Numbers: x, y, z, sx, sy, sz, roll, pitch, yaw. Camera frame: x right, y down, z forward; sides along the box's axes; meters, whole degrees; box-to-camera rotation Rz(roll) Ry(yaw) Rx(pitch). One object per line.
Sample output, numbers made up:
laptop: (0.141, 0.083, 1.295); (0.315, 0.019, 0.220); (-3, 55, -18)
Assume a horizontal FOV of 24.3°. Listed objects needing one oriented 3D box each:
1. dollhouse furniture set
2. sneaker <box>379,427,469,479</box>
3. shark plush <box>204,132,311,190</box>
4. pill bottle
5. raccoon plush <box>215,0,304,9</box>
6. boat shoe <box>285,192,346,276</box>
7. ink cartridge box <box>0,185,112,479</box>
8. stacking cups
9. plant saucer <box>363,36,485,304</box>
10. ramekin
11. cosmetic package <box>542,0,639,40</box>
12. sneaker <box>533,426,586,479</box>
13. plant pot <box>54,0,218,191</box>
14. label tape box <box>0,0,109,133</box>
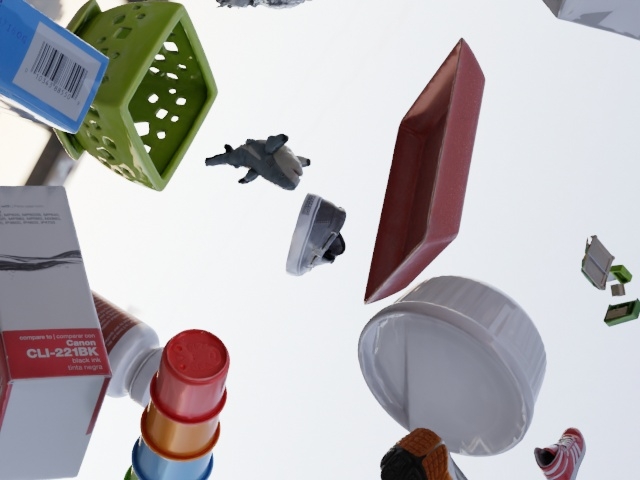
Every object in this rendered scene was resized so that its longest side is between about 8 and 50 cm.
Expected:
dollhouse furniture set: (0.437, 0.066, 2.320); (0.058, 0.152, 0.076); (-19, -145, 44)
sneaker: (0.168, 0.343, 1.898); (0.099, 0.121, 0.262); (-39, -146, -4)
shark plush: (-0.091, -0.104, 1.967); (0.067, 0.161, 0.073); (-69, 155, -19)
pill bottle: (-0.316, 0.154, 2.177); (0.121, 0.216, 0.121); (-50, 159, -27)
raccoon plush: (-0.069, -0.500, 1.891); (0.299, 0.216, 0.446); (-54, -134, 37)
boat shoe: (0.000, 0.000, 2.110); (0.228, 0.076, 0.080); (105, 4, -64)
ink cartridge box: (-0.326, 0.099, 1.626); (0.197, 0.114, 0.273); (115, -36, -44)
stacking cups: (-0.136, 0.200, 1.478); (0.316, 0.096, 0.096); (111, -7, -48)
plant saucer: (0.127, -0.070, 1.753); (0.259, 0.047, 0.258); (125, -21, -67)
ramekin: (0.198, 0.169, 2.128); (0.127, 0.273, 0.273); (-49, -174, -40)
cosmetic package: (0.529, -0.389, 2.258); (0.217, 0.385, 0.156); (-100, -156, -64)
sneaker: (0.326, 0.284, 2.025); (0.042, 0.067, 0.118); (-16, -148, 31)
plant pot: (-0.321, -0.245, 2.382); (0.228, 0.207, 0.227); (-62, 153, -27)
label tape box: (-0.465, -0.252, 1.786); (0.347, 0.249, 0.115); (19, -98, 37)
